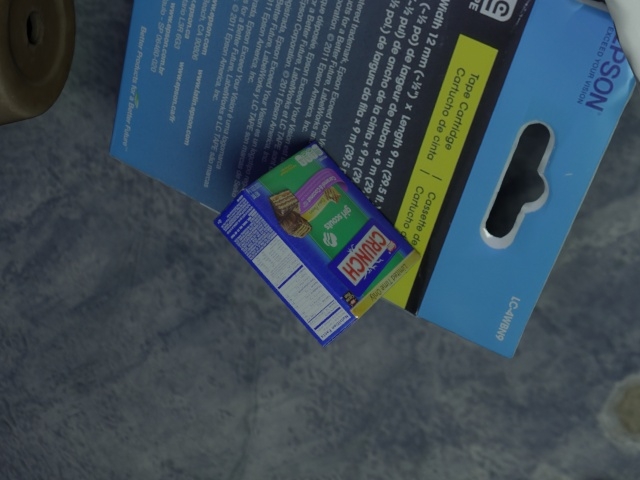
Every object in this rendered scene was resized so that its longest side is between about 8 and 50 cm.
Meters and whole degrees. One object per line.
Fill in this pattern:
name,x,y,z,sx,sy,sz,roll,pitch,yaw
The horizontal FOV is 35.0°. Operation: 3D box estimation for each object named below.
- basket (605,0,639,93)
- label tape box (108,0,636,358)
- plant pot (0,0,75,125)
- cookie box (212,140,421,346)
basket,0.270,-0.231,0.358,0.331,0.266,0.328,-4,130,34
label tape box,0.033,-0.111,0.710,0.348,0.115,0.249,26,122,16
plant pot,-0.342,-0.182,0.852,0.229,0.263,0.263,7,114,12
cookie box,0.000,0.000,0.653,0.107,0.092,0.040,48,130,2
